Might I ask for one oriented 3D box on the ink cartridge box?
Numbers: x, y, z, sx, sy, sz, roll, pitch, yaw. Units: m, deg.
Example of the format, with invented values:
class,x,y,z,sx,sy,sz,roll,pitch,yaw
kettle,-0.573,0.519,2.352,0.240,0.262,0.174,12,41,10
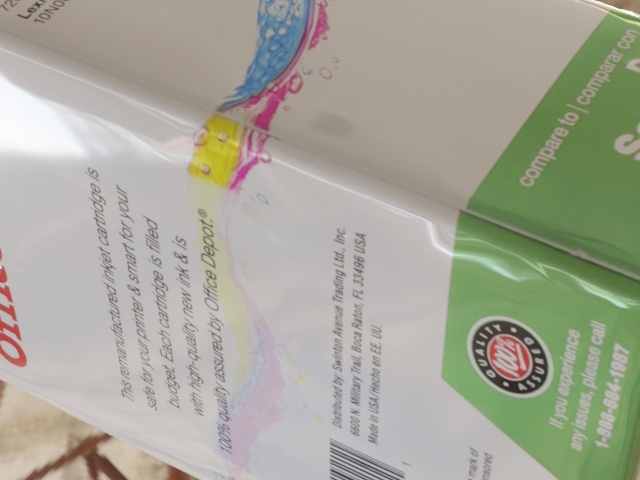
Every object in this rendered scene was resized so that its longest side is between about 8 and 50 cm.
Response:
class,x,y,z,sx,sy,sz,roll,pitch,yaw
ink cartridge box,0.000,0.000,0.534,0.278,0.201,0.117,23,-129,21
